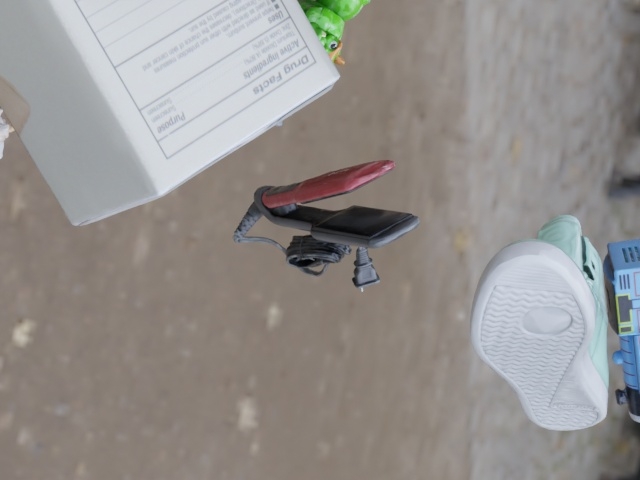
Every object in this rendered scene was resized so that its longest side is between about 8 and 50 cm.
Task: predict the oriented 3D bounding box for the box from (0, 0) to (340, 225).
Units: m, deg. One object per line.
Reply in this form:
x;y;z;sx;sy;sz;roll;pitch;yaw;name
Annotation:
-0.139;-0.179;1.036;0.148;0.121;0.311;-34;101;-32;box

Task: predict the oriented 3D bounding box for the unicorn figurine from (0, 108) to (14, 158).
-0.281;-0.062;1.311;0.060;0.162;0.111;-46;159;-63;unicorn figurine

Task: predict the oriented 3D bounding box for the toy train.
0.299;0.080;1.602;0.080;0.105;0.184;-80;162;-66;toy train

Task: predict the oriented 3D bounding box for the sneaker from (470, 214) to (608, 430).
0.168;0.030;1.447;0.256;0.094;0.151;64;23;-57;sneaker

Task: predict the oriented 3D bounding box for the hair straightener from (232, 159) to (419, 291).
0.000;0.000;1.280;0.047;0.230;0.089;-29;99;-27;hair straightener

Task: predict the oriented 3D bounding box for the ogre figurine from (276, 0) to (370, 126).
-0.035;-0.178;1.466;0.118;0.097;0.197;33;74;-25;ogre figurine
